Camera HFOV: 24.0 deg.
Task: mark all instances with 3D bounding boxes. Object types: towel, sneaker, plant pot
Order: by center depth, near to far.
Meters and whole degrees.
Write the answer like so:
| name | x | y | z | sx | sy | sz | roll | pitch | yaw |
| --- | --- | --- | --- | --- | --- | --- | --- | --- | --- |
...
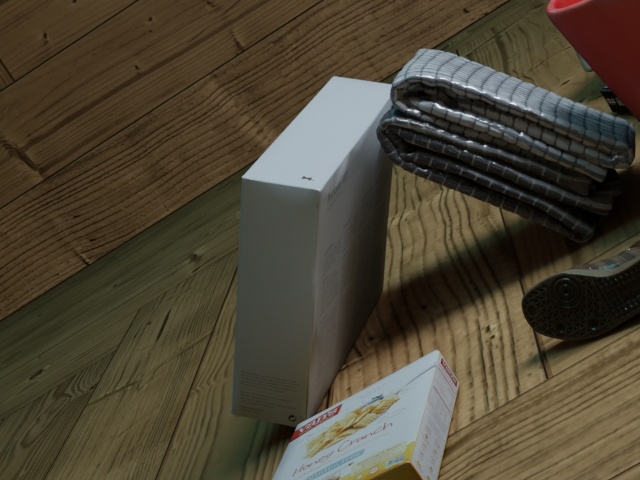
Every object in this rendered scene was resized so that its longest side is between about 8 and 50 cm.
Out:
| name | x | y | z | sx | sy | sz | roll | pitch | yaw |
| --- | --- | --- | --- | --- | --- | --- | --- | --- | --- |
| sneaker | 0.276 | 0.043 | 1.374 | 0.188 | 0.066 | 0.071 | -19 | 0 | 35 |
| plant pot | 0.412 | -0.213 | 1.573 | 0.275 | 0.243 | 0.275 | -32 | 11 | 7 |
| towel | 0.212 | -0.114 | 1.715 | 0.235 | 0.283 | 0.121 | -51 | -18 | -73 |

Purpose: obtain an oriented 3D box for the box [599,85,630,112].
| name | x | y | z | sx | sy | sz | roll | pitch | yaw |
| --- | --- | --- | --- | --- | --- | --- | --- | --- | --- |
| box | 0.484 | -0.234 | 1.987 | 0.190 | 0.045 | 0.184 | -34 | 12 | -5 |

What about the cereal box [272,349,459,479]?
| name | x | y | z | sx | sy | sz | roll | pitch | yaw |
| --- | --- | --- | --- | --- | --- | --- | --- | --- | --- |
| cereal box | 0.035 | 0.199 | 1.380 | 0.173 | 0.047 | 0.240 | -30 | 11 | 18 |

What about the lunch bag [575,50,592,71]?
| name | x | y | z | sx | sy | sz | roll | pitch | yaw |
| --- | --- | --- | --- | --- | --- | --- | --- | --- | --- |
| lunch bag | 0.495 | -0.348 | 2.164 | 0.224 | 0.108 | 0.279 | -26 | -2 | -42 |

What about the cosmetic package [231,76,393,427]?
| name | x | y | z | sx | sy | sz | roll | pitch | yaw |
| --- | --- | --- | --- | --- | --- | --- | --- | --- | --- |
| cosmetic package | 0.000 | 0.000 | 1.744 | 0.097 | 0.284 | 0.377 | 11 | 24 | 12 |
